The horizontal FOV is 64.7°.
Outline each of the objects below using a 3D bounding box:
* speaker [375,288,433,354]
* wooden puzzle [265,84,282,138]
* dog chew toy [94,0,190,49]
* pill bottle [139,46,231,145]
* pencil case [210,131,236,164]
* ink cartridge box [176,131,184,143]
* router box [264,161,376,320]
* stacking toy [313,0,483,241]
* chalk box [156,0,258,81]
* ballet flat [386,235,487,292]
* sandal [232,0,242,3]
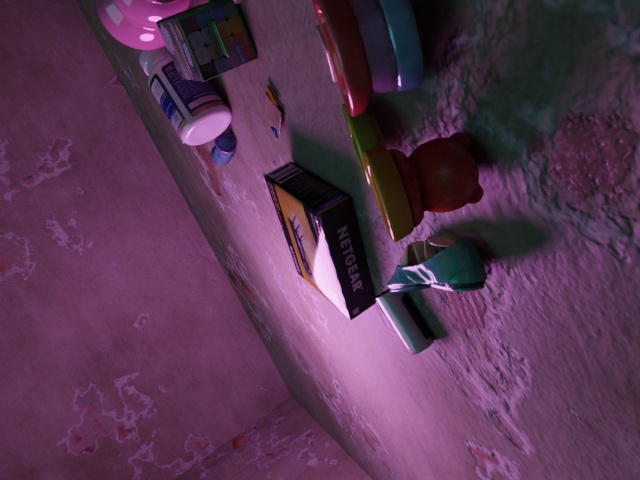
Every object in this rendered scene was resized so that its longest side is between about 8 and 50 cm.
[{"bbox_3d":[0.167,0.158,1.014,0.136,0.055,0.055,58,161,4],"label":"speaker"},{"bbox_3d":[-0.100,-0.278,1.097,0.079,0.014,0.116,60,162,11],"label":"wooden puzzle"},{"bbox_3d":[-0.379,-0.557,1.117,0.331,0.206,0.207,0,120,59],"label":"dog chew toy"},{"bbox_3d":[-0.369,-0.405,1.369,0.265,0.153,0.153,57,161,7],"label":"pill bottle"},{"bbox_3d":[-0.292,-0.273,1.512,0.070,0.064,0.151,45,162,-8],"label":"pencil case"},{"bbox_3d":[-0.427,-0.416,1.596,0.159,0.092,0.218,61,163,-6],"label":"ink cartridge box"},{"bbox_3d":[0.000,0.000,1.158,0.243,0.081,0.309,36,151,48],"label":"router box"},{"bbox_3d":[0.098,-0.186,0.669,0.279,0.130,0.309,-98,-11,-67],"label":"stacking toy"},{"bbox_3d":[-0.225,-0.411,1.031,0.213,0.132,0.132,29,144,54],"label":"chalk box"},{"bbox_3d":[0.176,0.038,0.802,0.247,0.083,0.087,158,105,-71],"label":"ballet flat"},{"bbox_3d":[-0.217,-0.503,0.952,0.180,0.049,0.072,48,-178,12],"label":"sandal"}]
